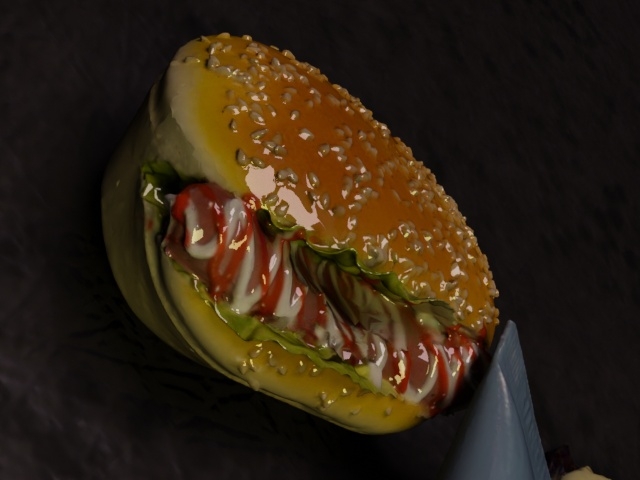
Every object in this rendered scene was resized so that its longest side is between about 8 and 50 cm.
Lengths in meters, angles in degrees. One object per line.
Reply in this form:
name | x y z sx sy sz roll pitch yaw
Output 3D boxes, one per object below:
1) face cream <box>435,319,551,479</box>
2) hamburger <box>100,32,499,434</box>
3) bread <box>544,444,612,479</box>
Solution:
face cream | 0.035 0.205 0.355 0.385 0.086 0.136 -59 139 -45
hamburger | 0.000 0.000 0.463 0.210 0.116 0.173 30 43 -35
bread | 0.174 0.359 0.462 0.404 0.242 0.345 32 33 26
